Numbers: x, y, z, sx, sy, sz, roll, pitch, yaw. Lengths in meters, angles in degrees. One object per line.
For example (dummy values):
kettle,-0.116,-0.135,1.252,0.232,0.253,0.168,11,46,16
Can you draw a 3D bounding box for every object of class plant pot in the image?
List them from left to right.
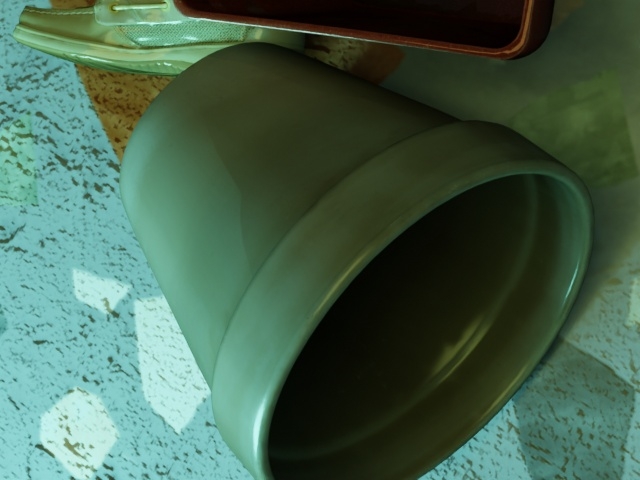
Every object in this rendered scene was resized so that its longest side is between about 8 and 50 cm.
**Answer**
plant pot,0.000,0.000,1.239,0.280,0.323,0.323,43,105,33
plant pot,0.076,-0.271,1.222,0.267,0.236,0.267,10,94,21

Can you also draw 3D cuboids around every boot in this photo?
boot,-0.131,-0.243,1.375,0.262,0.095,0.203,5,92,19
